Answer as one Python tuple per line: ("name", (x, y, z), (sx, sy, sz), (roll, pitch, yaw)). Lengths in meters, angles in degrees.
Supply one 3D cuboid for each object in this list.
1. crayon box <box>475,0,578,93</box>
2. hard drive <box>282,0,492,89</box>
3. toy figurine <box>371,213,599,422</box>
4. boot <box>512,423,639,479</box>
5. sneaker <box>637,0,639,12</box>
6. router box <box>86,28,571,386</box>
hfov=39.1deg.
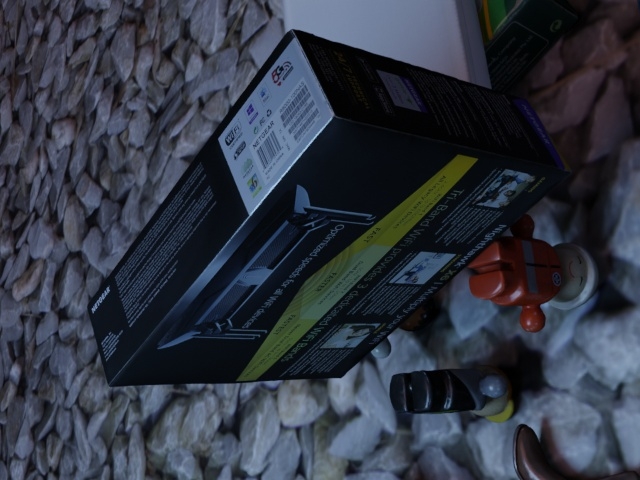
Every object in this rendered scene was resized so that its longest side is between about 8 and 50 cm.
("crayon box", (0.107, -0.273, 0.986), (0.203, 0.083, 0.322), (-48, 48, 27))
("hard drive", (0.051, -0.246, 0.942), (0.233, 0.047, 0.352), (-25, 62, 42))
("toy figurine", (0.125, 0.047, 0.842), (0.213, 0.148, 0.209), (44, 118, 42))
("boot", (0.224, 0.201, 0.762), (0.114, 0.037, 0.106), (-23, 76, 45))
("sneaker", (0.378, -0.250, 0.661), (0.341, 0.140, 0.125), (137, 129, -58))
("router box", (0.000, 0.000, 0.693), (0.309, 0.243, 0.081), (-47, 53, 34))
